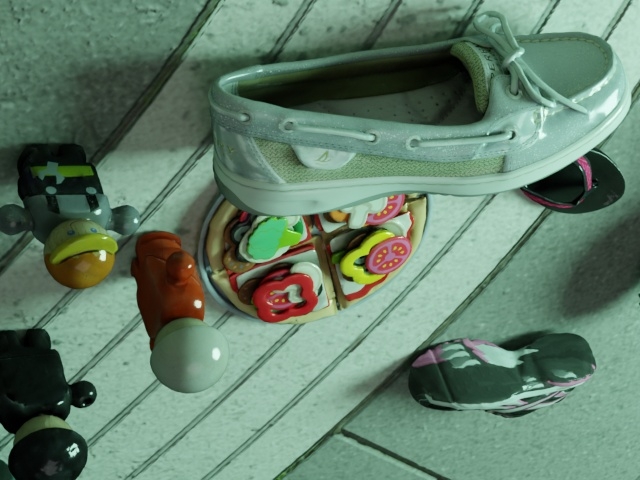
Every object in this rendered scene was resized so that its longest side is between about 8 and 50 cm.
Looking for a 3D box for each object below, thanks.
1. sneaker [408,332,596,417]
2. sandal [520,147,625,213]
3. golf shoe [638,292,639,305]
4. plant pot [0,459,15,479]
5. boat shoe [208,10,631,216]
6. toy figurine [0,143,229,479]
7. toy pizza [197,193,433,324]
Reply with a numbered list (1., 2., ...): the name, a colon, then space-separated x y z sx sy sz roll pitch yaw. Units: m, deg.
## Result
1. sneaker: 0.166 0.139 1.394 0.178 0.072 0.077 -1 142 -15
2. sandal: 0.188 -0.057 1.237 0.179 0.040 0.067 25 117 -38
3. golf shoe: 0.391 -0.010 1.331 0.120 0.105 0.273 5 129 -37
4. plant pot: -0.297 0.362 1.161 0.341 0.341 0.334 12 134 -32
5. boat shoe: 0.076 -0.102 1.097 0.320 0.118 0.103 -10 138 -6
6. toy figurine: -0.195 0.059 1.099 0.213 0.148 0.209 -32 136 7
7. toy pizza: 0.000 0.000 1.213 0.201 0.032 0.201 -12 134 -13
